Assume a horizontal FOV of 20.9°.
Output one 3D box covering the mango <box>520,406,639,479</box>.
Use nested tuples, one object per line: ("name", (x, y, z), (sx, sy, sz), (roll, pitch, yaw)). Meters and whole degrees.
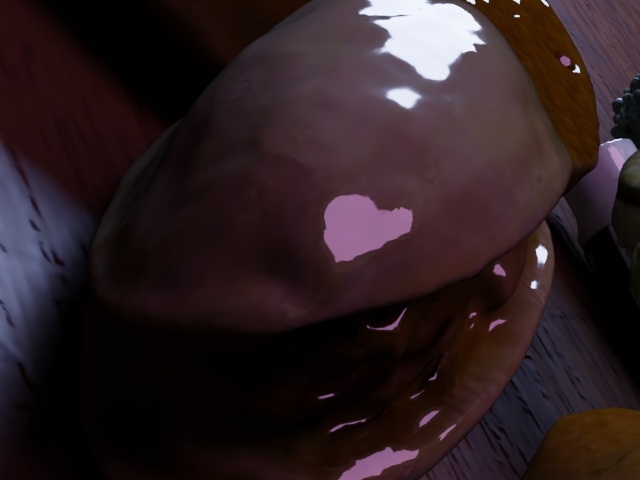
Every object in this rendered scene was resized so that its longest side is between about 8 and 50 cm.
("mango", (0.147, 0.123, 0.486), (0.201, 0.152, 0.287), (53, 25, 23))

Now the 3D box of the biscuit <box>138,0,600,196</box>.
("biscuit", (-0.036, -0.162, 0.719), (0.394, 0.070, 0.350), (49, 23, 1))

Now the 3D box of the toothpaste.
("toothpaste", (0.163, 0.046, 0.768), (0.071, 0.045, 0.193), (-4, 61, -50))

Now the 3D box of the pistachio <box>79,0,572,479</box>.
("pistachio", (0.000, 0.000, 0.481), (0.206, 0.131, 0.129), (-52, 143, -61))

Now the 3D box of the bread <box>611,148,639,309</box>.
("bread", (0.237, -0.022, 0.660), (0.207, 0.287, 0.056), (-127, -153, -70))

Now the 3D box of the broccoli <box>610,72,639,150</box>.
("broccoli", (0.306, -0.033, 0.854), (0.260, 0.235, 0.288), (-9, 51, -51))
